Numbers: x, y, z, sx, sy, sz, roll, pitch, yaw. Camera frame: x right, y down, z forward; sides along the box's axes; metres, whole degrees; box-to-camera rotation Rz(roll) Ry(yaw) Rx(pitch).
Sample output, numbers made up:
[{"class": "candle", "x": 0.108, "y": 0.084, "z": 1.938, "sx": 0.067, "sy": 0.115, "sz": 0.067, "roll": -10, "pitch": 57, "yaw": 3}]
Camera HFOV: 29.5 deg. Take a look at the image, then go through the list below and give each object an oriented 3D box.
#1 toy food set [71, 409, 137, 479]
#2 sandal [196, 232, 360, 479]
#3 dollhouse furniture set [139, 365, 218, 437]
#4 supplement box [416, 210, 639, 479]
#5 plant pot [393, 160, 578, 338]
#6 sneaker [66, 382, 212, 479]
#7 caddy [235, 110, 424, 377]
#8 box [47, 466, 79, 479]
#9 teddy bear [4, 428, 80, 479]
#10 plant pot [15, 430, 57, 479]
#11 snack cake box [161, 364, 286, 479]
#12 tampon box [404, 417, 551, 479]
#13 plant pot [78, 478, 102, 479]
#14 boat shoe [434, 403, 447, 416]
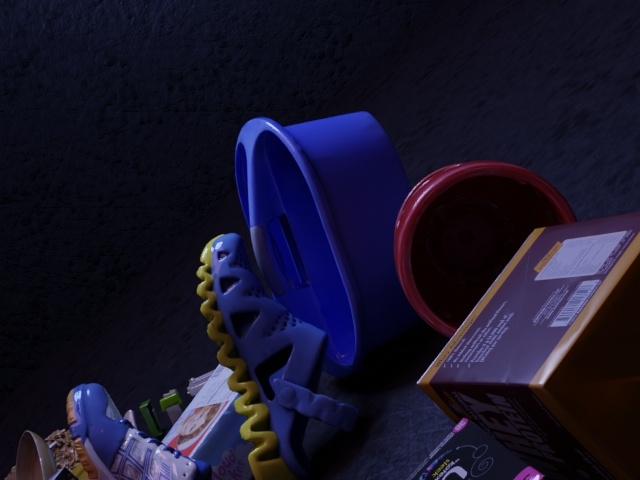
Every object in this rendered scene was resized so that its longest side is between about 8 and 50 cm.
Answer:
[{"class": "toy food set", "x": -0.317, "y": 0.381, "z": 1.874, "sx": 0.218, "sy": 0.071, "sz": 0.128, "roll": -47, "pitch": 46, "yaw": 19}, {"class": "sandal", "x": -0.050, "y": 0.135, "z": 1.444, "sx": 0.138, "sy": 0.317, "sz": 0.126, "roll": -22, "pitch": -8, "yaw": 7}, {"class": "dollhouse furniture set", "x": -0.219, "y": 0.268, "z": 2.006, "sx": 0.152, "sy": 0.058, "sz": 0.076, "roll": -25, "pitch": 7, "yaw": 1}, {"class": "supplement box", "x": 0.221, "y": 0.092, "z": 1.010, "sx": 0.191, "sy": 0.129, "sz": 0.194, "roll": -50, "pitch": 14, "yaw": -20}, {"class": "plant pot", "x": 0.169, "y": 0.008, "z": 1.307, "sx": 0.191, "sy": 0.191, "sz": 0.174, "roll": -44, "pitch": 5, "yaw": 2}, {"class": "sneaker", "x": -0.195, "y": 0.282, "z": 1.446, "sx": 0.131, "sy": 0.296, "sz": 0.112, "roll": -33, "pitch": -21, "yaw": 0}, {"class": "caddy", "x": 0.000, "y": 0.000, "z": 1.525, "sx": 0.179, "sy": 0.341, "sz": 0.241, "roll": -21, "pitch": 3, "yaw": -25}, {"class": "box", "x": -0.391, "y": 0.381, "z": 1.453, "sx": 0.233, "sy": 0.044, "sz": 0.159, "roll": -39, "pitch": 10, "yaw": 33}, {"class": "teddy bear", "x": -0.495, "y": 0.443, "z": 2.166, "sx": 0.245, "sy": 0.113, "sz": 0.338, "roll": -29, "pitch": 11, "yaw": 27}, {"class": "plant pot", "x": -0.446, "y": 0.420, "z": 1.927, "sx": 0.236, "sy": 0.032, "sz": 0.236, "roll": 180, "pitch": 90, "yaw": -65}, {"class": "snack cake box", "x": -0.135, "y": 0.268, "z": 1.620, "sx": 0.152, "sy": 0.089, "sz": 0.264, "roll": -21, "pitch": 27, "yaw": 55}, {"class": "tampon box", "x": 0.130, "y": 0.229, "z": 0.925, "sx": 0.120, "sy": 0.101, "sz": 0.161, "roll": -46, "pitch": 14, "yaw": -5}, {"class": "plant pot", "x": -0.209, "y": 0.407, "z": 1.098, "sx": 0.265, "sy": 0.272, "sz": 0.272, "roll": -51, "pitch": 13, "yaw": 7}, {"class": "boat shoe", "x": 0.206, "y": 0.098, "z": 1.182, "sx": 0.226, "sy": 0.083, "sz": 0.076, "roll": -33, "pitch": 2, "yaw": 0}]
